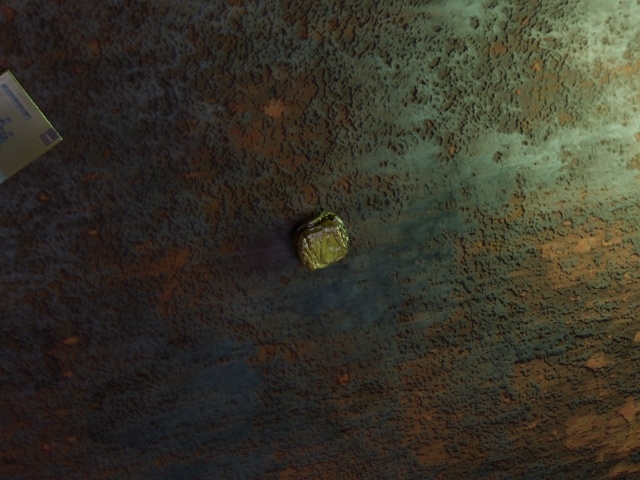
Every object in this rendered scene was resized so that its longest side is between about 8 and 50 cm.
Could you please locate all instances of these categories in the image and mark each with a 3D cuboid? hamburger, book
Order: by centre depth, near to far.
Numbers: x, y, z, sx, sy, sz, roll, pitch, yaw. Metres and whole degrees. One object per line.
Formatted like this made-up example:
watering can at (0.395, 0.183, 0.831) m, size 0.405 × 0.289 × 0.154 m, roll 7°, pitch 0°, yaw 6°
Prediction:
book at (-0.432, -0.123, 1.505) m, size 0.172 × 0.012 × 0.118 m, roll -36°, pitch 121°, yaw -3°
hamburger at (0.000, 0.000, 1.707) m, size 0.083 × 0.044 × 0.076 m, roll -22°, pitch 120°, yaw -8°
